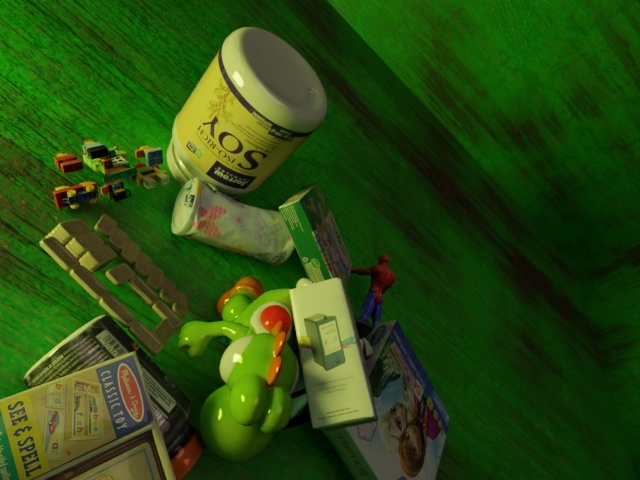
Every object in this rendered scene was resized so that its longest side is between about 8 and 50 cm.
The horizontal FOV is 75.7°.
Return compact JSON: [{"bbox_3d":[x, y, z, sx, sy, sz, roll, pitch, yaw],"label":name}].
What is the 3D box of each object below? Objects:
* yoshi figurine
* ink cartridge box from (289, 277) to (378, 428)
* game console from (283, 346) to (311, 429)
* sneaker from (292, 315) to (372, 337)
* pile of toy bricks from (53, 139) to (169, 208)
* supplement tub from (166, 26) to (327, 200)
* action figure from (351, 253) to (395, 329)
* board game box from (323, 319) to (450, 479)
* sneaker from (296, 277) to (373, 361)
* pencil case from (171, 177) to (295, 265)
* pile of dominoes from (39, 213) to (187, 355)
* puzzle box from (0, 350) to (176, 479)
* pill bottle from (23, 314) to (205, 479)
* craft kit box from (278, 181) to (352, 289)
[{"bbox_3d":[-0.125,0.211,0.685,0.362,0.203,0.203,-117,-161,-73],"label":"yoshi figurine"},{"bbox_3d":[0.024,0.188,0.671,0.154,0.093,0.213,68,10,-63],"label":"ink cartridge box"},{"bbox_3d":[-0.056,0.276,0.771,0.085,0.144,0.124,50,39,-4],"label":"game console"},{"bbox_3d":[0.020,0.176,0.949,0.221,0.083,0.087,19,32,-17],"label":"sneaker"},{"bbox_3d":[-0.405,-0.144,0.777,0.105,0.118,0.212,33,41,27],"label":"pile of toy bricks"},{"bbox_3d":[-0.171,-0.251,0.895,0.241,0.331,0.241,26,46,-30],"label":"supplement tub"},{"bbox_3d":[0.115,0.164,1.088,0.091,0.139,0.280,33,65,-29],"label":"action figure"},{"bbox_3d":[0.165,0.399,0.910,0.319,0.065,0.318,59,38,-14],"label":"board game box"},{"bbox_3d":[-0.008,0.201,0.830,0.153,0.094,0.235,-44,119,-20],"label":"sneaker"},{"bbox_3d":[-0.182,-0.035,0.898,0.273,0.113,0.124,22,64,-35],"label":"pencil case"},{"bbox_3d":[-0.336,0.070,0.694,0.251,0.040,0.196,49,9,-7],"label":"pile of dominoes"},{"bbox_3d":[-0.271,0.359,0.426,0.272,0.052,0.409,-16,80,-37],"label":"puzzle box"},{"bbox_3d":[-0.277,0.237,0.587,0.246,0.130,0.130,50,39,-6],"label":"pill bottle"},{"bbox_3d":[0.000,0.000,0.987,0.247,0.060,0.250,-68,137,-72],"label":"craft kit box"}]
